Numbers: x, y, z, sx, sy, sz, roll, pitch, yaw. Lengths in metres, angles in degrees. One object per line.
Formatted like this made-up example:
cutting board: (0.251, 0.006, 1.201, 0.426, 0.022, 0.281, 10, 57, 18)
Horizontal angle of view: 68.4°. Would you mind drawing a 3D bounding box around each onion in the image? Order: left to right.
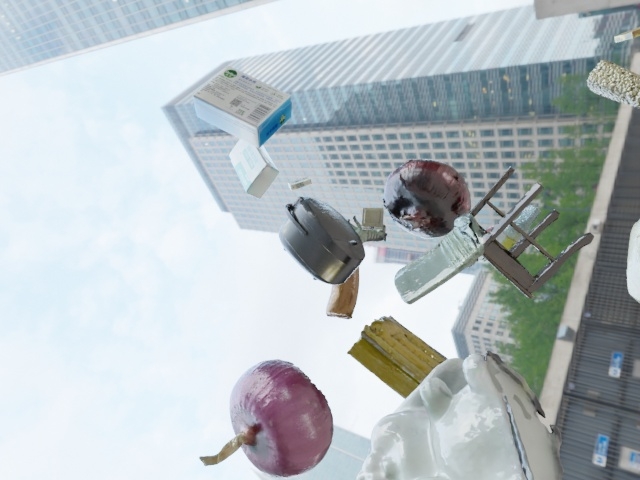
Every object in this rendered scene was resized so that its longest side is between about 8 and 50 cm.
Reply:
onion: (-0.132, 0.553, 1.421, 0.345, 0.358, 0.358, -52, -43, -60)
onion: (0.356, -0.132, 1.601, 0.232, 0.314, 0.314, -55, -45, -39)

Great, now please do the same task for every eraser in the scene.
eraser: (-0.186, -0.212, 1.291, 0.052, 0.225, 0.095, 25, -68, -37)

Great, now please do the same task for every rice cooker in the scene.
rice cooker: (0.000, 0.000, 0.817, 0.112, 0.165, 0.106, -1, -53, -57)

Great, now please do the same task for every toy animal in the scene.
toy animal: (0.159, -0.006, 1.911, 0.176, 0.073, 0.217, 42, -101, -13)
toy animal: (0.186, 0.285, 0.647, 0.174, 0.289, 0.249, 26, -115, -38)

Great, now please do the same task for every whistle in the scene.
whistle: (0.552, -0.021, 1.395, 0.123, 0.123, 0.223, -3, -44, -53)

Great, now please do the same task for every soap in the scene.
soap: (0.269, 0.382, 1.545, 0.259, 0.281, 0.143, -8, -52, -58)

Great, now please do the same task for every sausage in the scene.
sausage: (0.079, 0.134, 1.609, 0.109, 0.109, 0.271, 35, -127, -50)

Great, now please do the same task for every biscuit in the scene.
biscuit: (0.787, -0.405, 1.233, 0.070, 0.168, 0.082, -54, -35, 13)

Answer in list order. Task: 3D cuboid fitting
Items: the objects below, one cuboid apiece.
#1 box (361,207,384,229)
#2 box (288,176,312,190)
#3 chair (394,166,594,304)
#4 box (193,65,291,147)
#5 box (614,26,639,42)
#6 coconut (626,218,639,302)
box: (0.196, -0.079, 1.759, 0.035, 0.079, 0.083, 63, -149, -63)
box: (-0.079, -0.218, 1.803, 0.083, 0.054, 0.024, -19, -67, -8)
chair: (0.320, 0.034, 0.916, 0.186, 0.319, 0.160, 38, -163, -15)
box: (-0.187, -0.326, 1.140, 0.139, 0.194, 0.073, -52, -18, -30)
box: (0.963, -0.623, 1.378, 0.089, 0.156, 0.022, -82, -28, -76)
coconut: (1.000, 0.073, 1.222, 0.346, 0.346, 0.360, 11, -96, -54)
